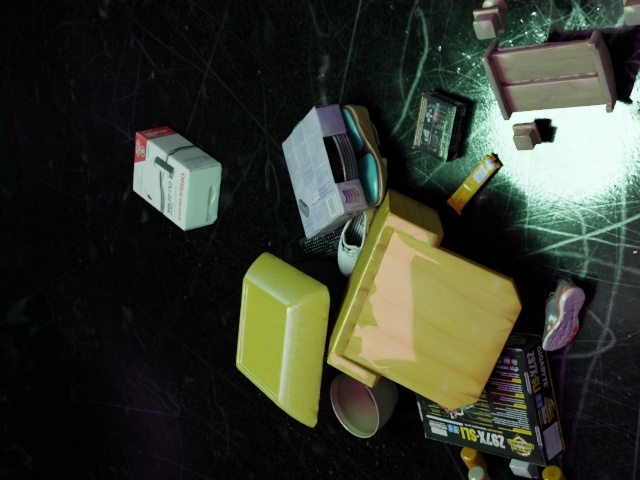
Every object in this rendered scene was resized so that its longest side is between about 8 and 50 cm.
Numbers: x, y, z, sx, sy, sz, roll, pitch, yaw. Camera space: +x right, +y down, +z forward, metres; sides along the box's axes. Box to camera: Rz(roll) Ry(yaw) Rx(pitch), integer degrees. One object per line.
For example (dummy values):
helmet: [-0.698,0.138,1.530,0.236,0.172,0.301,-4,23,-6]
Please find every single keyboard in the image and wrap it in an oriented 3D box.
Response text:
keyboard: [0.000,0.000,2.045,0.192,0.038,0.100,-22,88,50]

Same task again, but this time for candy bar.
candy bar: [0.306,-0.112,1.663,0.040,0.018,0.161,51,137,17]

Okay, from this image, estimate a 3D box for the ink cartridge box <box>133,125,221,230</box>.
ink cartridge box: [-0.415,-0.181,2.387,0.273,0.114,0.197,34,128,35]

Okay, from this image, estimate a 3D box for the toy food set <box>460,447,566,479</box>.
toy food set: [0.405,0.515,1.747,0.232,0.111,0.104,0,136,38]

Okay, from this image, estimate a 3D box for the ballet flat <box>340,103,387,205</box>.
ballet flat: [0.109,-0.191,1.809,0.080,0.073,0.232,-24,82,52]

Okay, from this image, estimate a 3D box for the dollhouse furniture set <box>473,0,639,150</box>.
dollhouse furniture set: [0.446,-0.342,1.395,0.303,0.173,0.355,2,136,36]

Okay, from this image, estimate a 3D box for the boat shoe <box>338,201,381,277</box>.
boat shoe: [0.074,-0.001,1.917,0.083,0.076,0.226,29,126,23]

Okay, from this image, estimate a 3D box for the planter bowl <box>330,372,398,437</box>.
planter bowl: [0.118,0.380,2.006,0.162,0.109,0.162,21,120,43]

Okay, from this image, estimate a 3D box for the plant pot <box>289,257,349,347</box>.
plant pot: [-0.018,0.152,2.025,0.167,0.188,0.187,60,140,27]

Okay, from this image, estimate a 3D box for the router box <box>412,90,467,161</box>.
router box: [0.240,-0.230,1.675,0.092,0.038,0.122,31,126,37]

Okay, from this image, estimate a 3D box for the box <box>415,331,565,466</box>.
box: [0.335,0.315,1.748,0.322,0.079,0.257,0,110,49]

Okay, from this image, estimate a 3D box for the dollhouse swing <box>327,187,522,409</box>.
dollhouse swing: [0.217,0.126,1.734,0.305,0.315,0.346,20,107,-2]

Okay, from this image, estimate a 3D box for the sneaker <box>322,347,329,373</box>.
sneaker: [-0.031,0.297,2.199,0.162,0.063,0.073,44,151,35]

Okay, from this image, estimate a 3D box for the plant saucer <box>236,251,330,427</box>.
plant saucer: [-0.107,0.225,1.937,0.333,0.081,0.332,26,114,57]

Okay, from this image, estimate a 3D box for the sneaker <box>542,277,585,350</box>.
sneaker: [0.455,0.139,1.579,0.065,0.061,0.158,-115,31,-52]

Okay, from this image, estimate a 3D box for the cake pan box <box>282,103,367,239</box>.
cake pan box: [0.004,-0.152,1.876,0.267,0.070,0.245,144,111,-67]
